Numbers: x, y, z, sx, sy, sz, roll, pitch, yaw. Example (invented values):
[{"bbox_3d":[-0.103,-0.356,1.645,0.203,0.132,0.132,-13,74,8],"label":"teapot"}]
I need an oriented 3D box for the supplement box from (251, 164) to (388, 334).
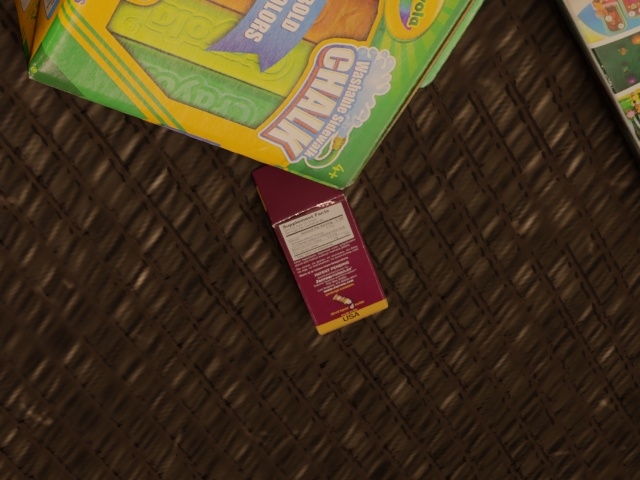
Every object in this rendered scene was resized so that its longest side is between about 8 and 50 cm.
[{"bbox_3d":[0.000,0.000,0.929,0.043,0.055,0.083,-22,127,0],"label":"supplement box"}]

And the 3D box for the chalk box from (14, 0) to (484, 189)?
[{"bbox_3d":[-0.018,-0.121,0.788,0.213,0.132,0.132,18,118,-27],"label":"chalk box"}]

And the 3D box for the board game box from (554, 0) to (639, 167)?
[{"bbox_3d":[0.228,-0.150,0.864,0.224,0.097,0.303,-30,128,7],"label":"board game box"}]
